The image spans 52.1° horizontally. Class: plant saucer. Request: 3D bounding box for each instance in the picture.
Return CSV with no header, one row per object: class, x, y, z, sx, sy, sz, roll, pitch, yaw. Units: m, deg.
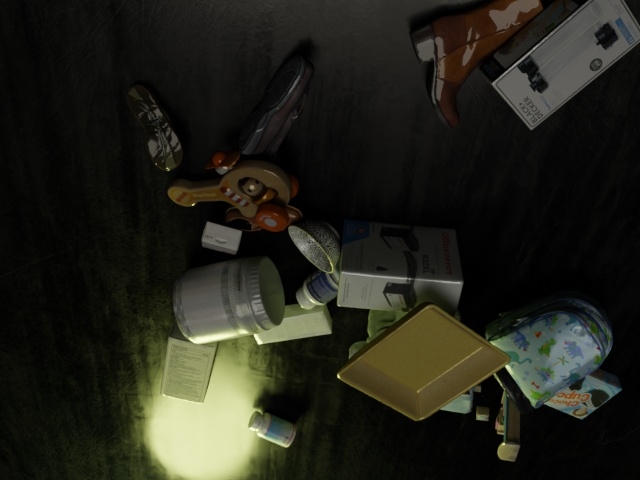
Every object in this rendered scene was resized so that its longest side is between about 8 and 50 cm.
plant saucer,0.263,0.303,1.703,0.333,0.081,0.333,34,118,-29

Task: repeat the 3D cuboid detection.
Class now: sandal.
sandal,-0.402,-0.280,1.613,0.090,0.060,0.219,-21,110,14

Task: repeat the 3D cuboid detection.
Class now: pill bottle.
pill bottle,0.011,0.127,1.874,0.094,0.094,0.169,38,122,-23
pill bottle,-0.173,0.668,2.335,0.160,0.087,0.087,28,126,-16

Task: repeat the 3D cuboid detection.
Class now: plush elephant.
plush elephant,0.224,0.289,1.882,0.330,0.255,0.272,34,124,-20

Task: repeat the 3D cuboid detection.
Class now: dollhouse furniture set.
dollhouse furniture set,0.474,0.583,2.108,0.303,0.198,0.286,5,144,13

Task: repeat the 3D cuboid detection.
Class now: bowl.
bowl,0.000,0.000,1.764,0.080,0.170,0.170,-43,125,-18

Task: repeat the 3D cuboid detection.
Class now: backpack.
backpack,0.649,0.298,1.857,0.355,0.273,0.290,-33,81,12

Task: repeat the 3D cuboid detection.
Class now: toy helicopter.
toy helicopter,-0.243,-0.140,1.657,0.355,0.140,0.235,-2,143,25

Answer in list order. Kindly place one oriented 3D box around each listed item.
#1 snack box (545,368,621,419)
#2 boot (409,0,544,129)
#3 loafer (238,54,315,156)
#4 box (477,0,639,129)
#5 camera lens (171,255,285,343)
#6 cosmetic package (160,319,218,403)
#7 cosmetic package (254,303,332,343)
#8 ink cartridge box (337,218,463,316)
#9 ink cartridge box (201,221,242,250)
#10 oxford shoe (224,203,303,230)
snack box,0.762,0.450,2.087,0.322,0.060,0.187,23,128,-13
boot,0.363,-0.398,1.443,0.280,0.096,0.264,-18,118,10
loafer,-0.089,-0.307,1.542,0.095,0.109,0.302,15,138,-30
box,0.499,-0.390,1.367,0.290,0.087,0.169,-39,125,19
camera lens,-0.262,0.168,1.853,0.274,0.219,0.219,-12,127,15
cosmetic package,-0.412,0.373,2.093,0.153,0.129,0.296,16,129,-6
cosmetic package,-0.091,0.248,2.004,0.239,0.060,0.099,-10,129,13
ink cartridge box,0.205,0.068,1.725,0.307,0.223,0.129,5,128,1
ink cartridge box,-0.267,-0.004,1.772,0.099,0.056,0.135,16,171,-8
oxford shoe,-0.153,-0.053,1.758,0.212,0.076,0.076,-3,127,5
